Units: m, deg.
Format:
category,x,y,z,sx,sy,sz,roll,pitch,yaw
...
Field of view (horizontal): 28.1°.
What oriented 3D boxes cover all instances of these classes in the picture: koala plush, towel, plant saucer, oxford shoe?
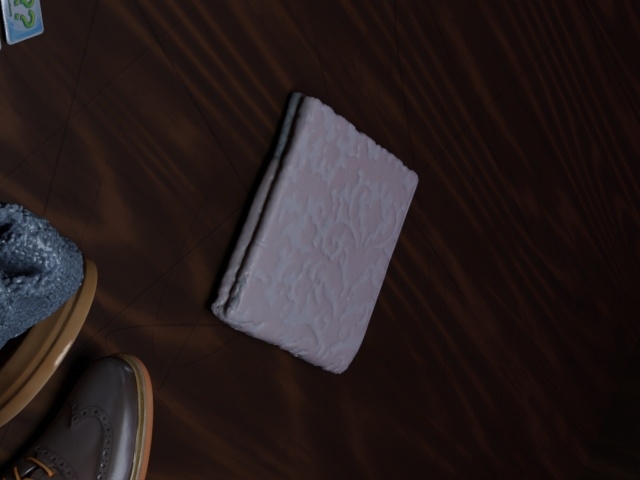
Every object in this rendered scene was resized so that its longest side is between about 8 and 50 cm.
category,x,y,z,sx,sy,sz,roll,pitch,yaw
koala plush,-0.322,0.078,1.088,0.203,0.196,0.221,19,71,-15
towel,0.000,0.000,1.733,0.332,0.053,0.316,32,76,-56
plant saucer,-0.292,0.091,1.239,0.037,0.200,0.200,37,70,-26
oxford shoe,-0.293,0.280,1.360,0.133,0.130,0.363,34,74,-49

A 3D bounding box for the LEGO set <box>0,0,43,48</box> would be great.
category,x,y,z,sx,sy,sz,roll,pitch,yaw
LEGO set,-0.316,-0.281,1.159,0.182,0.060,0.244,-34,129,-49
